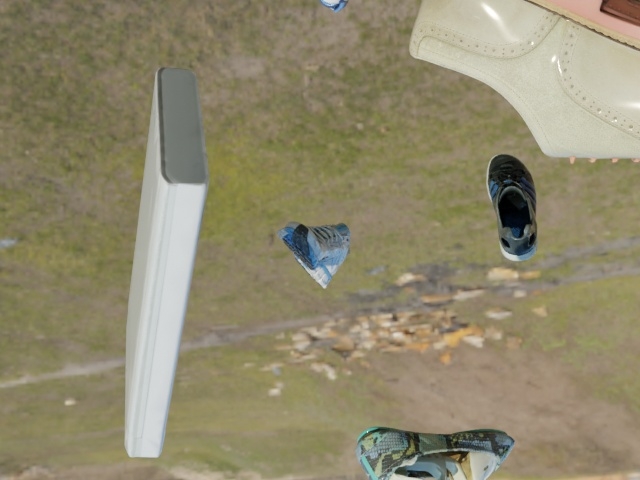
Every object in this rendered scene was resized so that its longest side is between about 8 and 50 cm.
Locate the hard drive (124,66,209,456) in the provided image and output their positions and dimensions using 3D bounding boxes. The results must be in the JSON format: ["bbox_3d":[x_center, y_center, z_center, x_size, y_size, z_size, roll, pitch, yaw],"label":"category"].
[{"bbox_3d":[-0.150,0.022,0.837,0.040,0.203,0.307,4,125,-15],"label":"hard drive"}]

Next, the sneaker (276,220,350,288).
[{"bbox_3d":[0.000,0.000,1.209,0.083,0.071,0.190,-43,163,-3],"label":"sneaker"}]

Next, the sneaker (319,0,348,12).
[{"bbox_3d":[0.017,-0.288,0.993,0.053,0.059,0.144,36,-170,-6],"label":"sneaker"}]

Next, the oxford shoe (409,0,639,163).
[{"bbox_3d":[0.261,-0.120,0.738,0.146,0.397,0.140,-60,175,32],"label":"oxford shoe"}]

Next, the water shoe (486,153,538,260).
[{"bbox_3d":[0.294,-0.067,1.347,0.073,0.203,0.080,-9,143,6],"label":"water shoe"}]

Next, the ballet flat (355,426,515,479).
[{"bbox_3d":[0.120,0.222,0.875,0.188,0.070,0.070,6,161,-27],"label":"ballet flat"}]
